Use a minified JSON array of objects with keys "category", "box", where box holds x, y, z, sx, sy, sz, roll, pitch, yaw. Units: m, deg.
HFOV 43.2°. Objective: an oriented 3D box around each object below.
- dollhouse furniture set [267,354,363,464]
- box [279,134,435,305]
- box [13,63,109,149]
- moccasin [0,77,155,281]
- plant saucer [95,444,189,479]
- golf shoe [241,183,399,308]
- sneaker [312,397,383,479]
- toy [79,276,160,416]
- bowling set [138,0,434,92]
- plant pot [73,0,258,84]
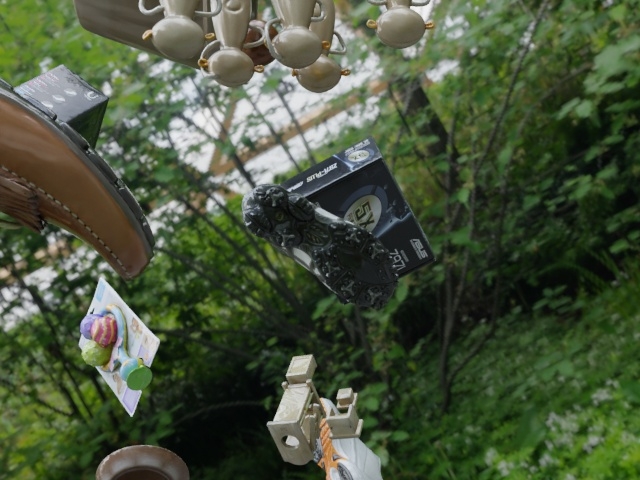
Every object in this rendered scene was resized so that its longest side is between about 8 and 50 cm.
[{"category":"dollhouse furniture set","box":[0.016,0.299,1.460,0.160,0.101,0.182,-9,29,21]},{"category":"box","box":[0.050,-0.024,1.097,0.147,0.180,0.077,-26,29,8]},{"category":"box","box":[-0.604,-0.235,1.735,0.270,0.143,0.165,-50,-7,-48]},{"category":"moccasin","box":[-0.317,-0.079,0.719,0.147,0.380,0.139,-56,12,-12]},{"category":"plant saucer","box":[-0.381,0.521,1.731,0.198,0.199,0.036,-30,31,12]},{"category":"golf shoe","box":[0.000,0.000,0.885,0.077,0.198,0.094,-53,17,-2]},{"category":"sneaker","box":[0.056,0.436,1.647,0.121,0.262,0.099,13,-56,-33]},{"category":"toy","box":[-0.352,0.168,1.325,0.056,0.137,0.237,10,16,-44]},{"category":"bowling set","box":[-0.037,-0.209,0.850,0.286,0.154,0.200,0,-22,-7]},{"category":"plant pot","box":[-0.245,-0.427,1.326,0.280,0.323,0.323,3,2,-2]}]
